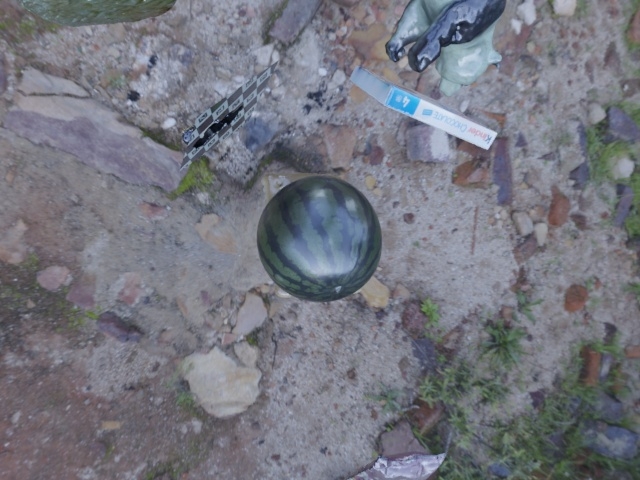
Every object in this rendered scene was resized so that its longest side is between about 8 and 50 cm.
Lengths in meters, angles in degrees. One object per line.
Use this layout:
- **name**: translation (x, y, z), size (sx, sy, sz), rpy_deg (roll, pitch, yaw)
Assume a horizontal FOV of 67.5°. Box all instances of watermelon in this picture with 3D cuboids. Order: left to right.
- **watermelon**: translation (0.000, 0.000, 0.788), size (0.212, 0.212, 0.212), rpy_deg (0, 88, -10)

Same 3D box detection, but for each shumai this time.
- **shumai**: translation (-0.386, -0.488, 0.809), size (0.272, 0.222, 0.203), rpy_deg (-19, 102, -27)

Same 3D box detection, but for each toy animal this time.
- **toy animal**: translation (0.117, -0.238, 0.448), size (0.121, 0.094, 0.225), rpy_deg (-23, 125, -4)

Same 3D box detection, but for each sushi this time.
- **sushi**: translation (-0.253, -0.326, 1.216), size (0.050, 0.264, 0.290), rpy_deg (44, 56, -2)

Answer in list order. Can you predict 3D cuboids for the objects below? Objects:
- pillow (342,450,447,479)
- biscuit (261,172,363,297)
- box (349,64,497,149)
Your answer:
- **pillow**: translation (0.079, 0.336, 0.660), size (0.118, 0.043, 0.185), rpy_deg (13, 130, -28)
- **biscuit**: translation (-0.021, -0.022, 1.143), size (0.217, 0.044, 0.324), rpy_deg (-1, 66, -16)
- **box**: translation (0.224, -0.308, 1.090), size (0.274, 0.265, 0.048), rpy_deg (16, 114, -23)
